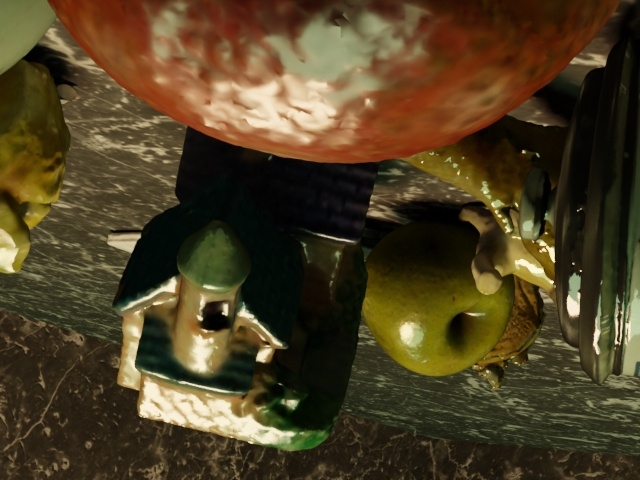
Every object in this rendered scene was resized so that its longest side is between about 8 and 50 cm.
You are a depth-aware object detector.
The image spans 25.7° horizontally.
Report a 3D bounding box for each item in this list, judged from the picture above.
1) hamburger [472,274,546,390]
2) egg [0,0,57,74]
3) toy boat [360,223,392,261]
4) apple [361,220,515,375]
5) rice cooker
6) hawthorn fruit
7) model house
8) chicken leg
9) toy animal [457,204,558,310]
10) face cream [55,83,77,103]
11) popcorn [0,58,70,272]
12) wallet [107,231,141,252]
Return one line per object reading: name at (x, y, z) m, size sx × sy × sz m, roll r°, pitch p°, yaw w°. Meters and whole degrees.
hamburger at (0.221, 0.107, 1.854) m, size 0.159 × 0.185 × 0.131 m, roll -3°, pitch 164°, yaw -2°
egg at (-0.319, -0.207, 0.756) m, size 0.389 × 0.276 × 0.276 m, roll 20°, pitch 165°, yaw -23°
toy boat at (-0.010, 0.013, 1.827) m, size 0.246 × 0.103 × 0.093 m, roll 15°, pitch -168°, yaw 8°
apple at (0.138, 0.064, 1.704) m, size 0.196 × 0.196 × 0.157 m, roll 26°, pitch -172°, yaw -47°
rice cooker at (0.297, -0.014, 1.045) m, size 0.316 × 0.317 × 0.264 m, roll 8°, pitch 124°, yaw 18°
hawthorn fruit at (0.018, -0.159, 0.650) m, size 0.284 × 0.285 × 0.369 m, roll 10°, pitch 170°, yaw 11°
model house at (-0.060, 0.006, 1.416) m, size 0.245 × 0.312 × 0.280 m, roll 15°, pitch 130°, yaw 1°
chicken leg at (0.208, -0.051, 1.248) m, size 0.429 × 0.201 × 0.152 m, roll 27°, pitch 143°, yaw -28°
toy animal at (0.275, 0.032, 1.596) m, size 0.233 × 0.121 × 0.168 m, roll 23°, pitch -167°, yaw -13°
face cream at (-0.305, -0.157, 1.537) m, size 0.038 × 0.020 × 0.115 m, roll 21°, pitch 168°, yaw -36°
popcorn at (-0.388, -0.106, 1.425) m, size 0.276 × 0.276 × 0.225 m, roll 21°, pitch -159°, yaw -35°
wallet at (-0.238, 0.016, 2.198) m, size 0.183 × 0.032 × 0.124 m, roll 2°, pitch 162°, yaw 41°
